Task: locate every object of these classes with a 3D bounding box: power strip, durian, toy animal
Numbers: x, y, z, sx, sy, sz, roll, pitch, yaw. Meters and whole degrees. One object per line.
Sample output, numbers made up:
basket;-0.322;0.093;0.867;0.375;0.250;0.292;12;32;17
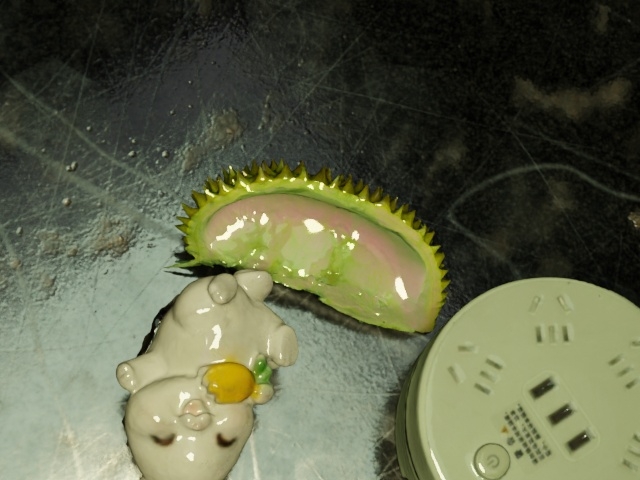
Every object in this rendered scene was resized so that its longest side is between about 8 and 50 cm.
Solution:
power strip;0.272;0.213;1.555;0.357;0.161;0.357;2;72;-7
durian;0.000;0.000;1.598;0.351;0.158;0.169;17;83;-6
toy animal;-0.135;0.195;1.519;0.208;0.154;0.325;1;93;-29
